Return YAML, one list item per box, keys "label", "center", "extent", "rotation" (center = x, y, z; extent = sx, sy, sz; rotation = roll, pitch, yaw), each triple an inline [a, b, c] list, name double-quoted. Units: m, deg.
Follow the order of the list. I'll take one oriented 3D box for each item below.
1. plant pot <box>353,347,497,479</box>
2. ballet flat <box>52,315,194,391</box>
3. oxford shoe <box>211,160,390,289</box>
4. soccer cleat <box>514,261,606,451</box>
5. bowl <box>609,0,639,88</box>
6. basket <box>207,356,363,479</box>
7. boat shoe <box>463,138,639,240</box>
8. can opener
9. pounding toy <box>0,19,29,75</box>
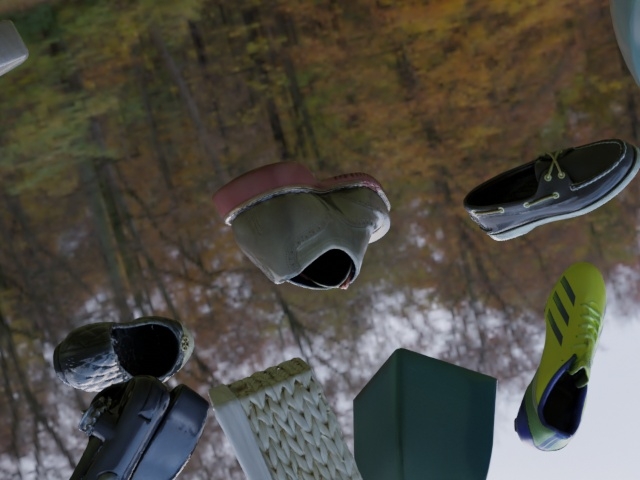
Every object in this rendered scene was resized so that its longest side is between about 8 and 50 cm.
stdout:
- label: "plant pot"
  center: [0.144, 0.311, 1.546]
  extent: [0.166, 0.165, 0.234]
  rotation: [19, -133, -13]
- label: "ballet flat"
  center: [-0.135, 0.086, 0.813]
  extent: [0.049, 0.057, 0.173]
  rotation: [-11, 176, 20]
- label: "oxford shoe"
  center: [0.000, 0.000, 1.202]
  extent: [0.123, 0.130, 0.348]
  rotation: [-29, 168, 24]
- label: "soccer cleat"
  center: [0.353, 0.158, 1.505]
  extent: [0.093, 0.289, 0.121]
  rotation: [25, 159, -8]
- label: "bowl"
  center: [0.346, -0.167, 0.777]
  extent: [0.312, 0.311, 0.163]
  rotation: [-6, -158, 32]
- label: "basket"
  center: [-0.030, 0.206, 1.067]
  extent: [0.103, 0.167, 0.113]
  rotation: [-26, -175, -8]
- label: "boat shoe"
  center: [0.280, -0.069, 1.329]
  extent: [0.228, 0.069, 0.081]
  rotation: [-28, -140, 36]
- label: "can opener"
  center: [-0.140, 0.161, 0.647]
  extent: [0.186, 0.073, 0.059]
  rotation: [-56, -172, -2]
- label: "pounding toy"
  center: [-0.214, -0.004, 0.380]
  extent: [0.270, 0.154, 0.154]
  rotation: [-26, -171, 18]
